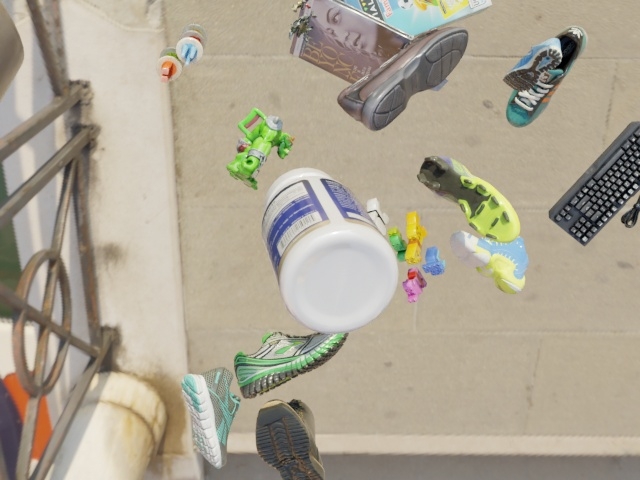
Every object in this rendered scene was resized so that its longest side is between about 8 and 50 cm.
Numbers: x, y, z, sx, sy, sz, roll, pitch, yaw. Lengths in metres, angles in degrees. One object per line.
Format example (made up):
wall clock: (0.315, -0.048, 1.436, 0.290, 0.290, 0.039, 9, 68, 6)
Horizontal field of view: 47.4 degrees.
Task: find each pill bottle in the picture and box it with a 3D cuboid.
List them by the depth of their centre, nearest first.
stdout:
pill bottle: (0.000, 0.000, 1.005, 0.153, 0.264, 0.153, -5, 116, -10)

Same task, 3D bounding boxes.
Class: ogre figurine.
ogre figurine: (-0.109, -0.156, 1.244, 0.097, 0.197, 0.118, 32, 88, 9)

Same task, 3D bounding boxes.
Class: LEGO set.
LEGO set: (-0.029, -0.317, 1.045, 0.023, 0.054, 0.083, 37, 146, 20)
LEGO set: (0.164, 0.028, 1.340, 0.087, 0.093, 0.227, -15, 125, 30)

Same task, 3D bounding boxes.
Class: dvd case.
dvd case: (0.055, -0.377, 1.410, 0.221, 0.018, 0.164, 27, 145, 3)

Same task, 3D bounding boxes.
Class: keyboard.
keyboard: (0.425, -0.070, 1.041, 0.108, 0.023, 0.180, 37, 109, -8)

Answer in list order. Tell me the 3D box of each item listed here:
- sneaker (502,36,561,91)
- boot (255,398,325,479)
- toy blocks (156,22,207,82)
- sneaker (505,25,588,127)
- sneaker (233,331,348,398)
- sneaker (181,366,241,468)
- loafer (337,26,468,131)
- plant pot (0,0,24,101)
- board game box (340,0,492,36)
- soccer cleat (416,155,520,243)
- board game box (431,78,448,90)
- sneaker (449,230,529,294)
sneaker: (0.475, -0.392, 1.618, 0.063, 0.073, 0.162, 35, 146, -17)
boot: (-0.049, 0.266, 1.073, 0.077, 0.137, 0.198, -12, 128, 4)
toy blocks: (-0.277, -0.356, 1.429, 0.123, 0.148, 0.054, -40, 116, 20)
sneaker: (0.576, -0.425, 1.904, 0.108, 0.121, 0.302, 38, 118, 14)
sneaker: (-0.081, 0.295, 1.979, 0.343, 0.134, 0.146, -25, 74, -2)
sneaker: (-0.144, 0.253, 1.046, 0.076, 0.065, 0.166, -23, 123, -32)
loafer: (0.153, -0.314, 1.327, 0.095, 0.302, 0.109, 32, 149, 28)
plant pot: (-0.366, -0.101, 0.473, 0.323, 0.323, 0.280, 46, 70, -17)
board game box: (0.202, -0.607, 1.720, 0.336, 0.079, 0.254, -24, 97, -7)
soccer cleat: (0.320, -0.091, 1.502, 0.121, 0.289, 0.093, 6, 118, -40)
board game box: (0.220, -0.385, 1.646, 0.133, 0.169, 0.033, 19, 89, -2)
sneaker: (0.409, 0.021, 1.738, 0.240, 0.091, 0.126, 39, 71, -27)
